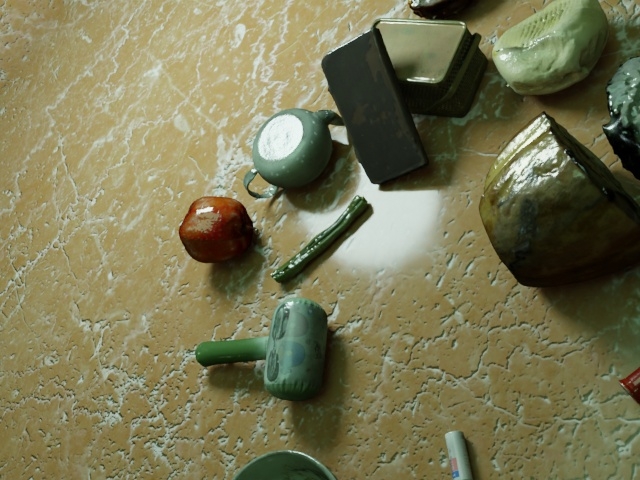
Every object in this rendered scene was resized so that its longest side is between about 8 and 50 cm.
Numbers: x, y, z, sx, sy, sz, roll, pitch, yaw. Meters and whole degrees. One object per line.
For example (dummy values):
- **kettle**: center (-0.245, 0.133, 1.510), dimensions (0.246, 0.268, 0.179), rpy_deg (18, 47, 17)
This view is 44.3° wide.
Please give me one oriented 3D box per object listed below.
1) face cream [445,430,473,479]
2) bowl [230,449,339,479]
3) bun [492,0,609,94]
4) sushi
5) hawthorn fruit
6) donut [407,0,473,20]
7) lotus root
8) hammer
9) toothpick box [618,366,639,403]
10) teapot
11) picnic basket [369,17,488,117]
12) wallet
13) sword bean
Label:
- **face cream**: center (0.242, 0.394, 1.347), dimensions (0.034, 0.034, 0.130), rpy_deg (-22, 56, 22)
- **bowl**: center (-0.041, 0.528, 1.388), dimensions (0.289, 0.146, 0.289), rpy_deg (-14, 60, 26)
- **bun**: center (0.461, -0.377, 1.558), dimensions (0.229, 0.145, 0.229), rpy_deg (-33, 18, 12)
- **sushi**: center (0.613, -0.162, 1.316), dimensions (0.211, 0.171, 0.350), rpy_deg (-31, 53, 14)
- **hawthorn fruit**: center (-0.222, -0.024, 1.803), dimensions (0.194, 0.157, 0.156), rpy_deg (0, 66, 27)
- **donut**: center (0.288, -0.617, 1.823), dimensions (0.216, 0.096, 0.230), rpy_deg (-32, 52, 12)
- **lotus root**: center (0.389, -0.068, 1.345), dimensions (0.250, 0.316, 0.316), rpy_deg (-35, 51, 23)
- **hammer**: center (-0.135, 0.233, 1.642), dimensions (0.336, 0.119, 0.206), rpy_deg (-10, 60, 37)
- **toothpick box**: center (0.522, 0.216, 1.250), dimensions (0.083, 0.047, 0.047), rpy_deg (-42, 50, 6)
- **teapot**: center (-0.060, -0.207, 1.814), dimensions (0.294, 0.129, 0.193), rpy_deg (-44, 50, 8)
- **picnic basket**: center (0.217, -0.378, 1.711), dimensions (0.267, 0.139, 0.165), rpy_deg (14, 74, 38)
- **wallet**: center (0.115, -0.277, 1.667), dimensions (0.165, 0.042, 0.309), rpy_deg (-21, 92, 43)
- **sword bean**: center (0.001, 0.000, 1.718), dimensions (0.269, 0.038, 0.043), rpy_deg (-42, 75, 7)
